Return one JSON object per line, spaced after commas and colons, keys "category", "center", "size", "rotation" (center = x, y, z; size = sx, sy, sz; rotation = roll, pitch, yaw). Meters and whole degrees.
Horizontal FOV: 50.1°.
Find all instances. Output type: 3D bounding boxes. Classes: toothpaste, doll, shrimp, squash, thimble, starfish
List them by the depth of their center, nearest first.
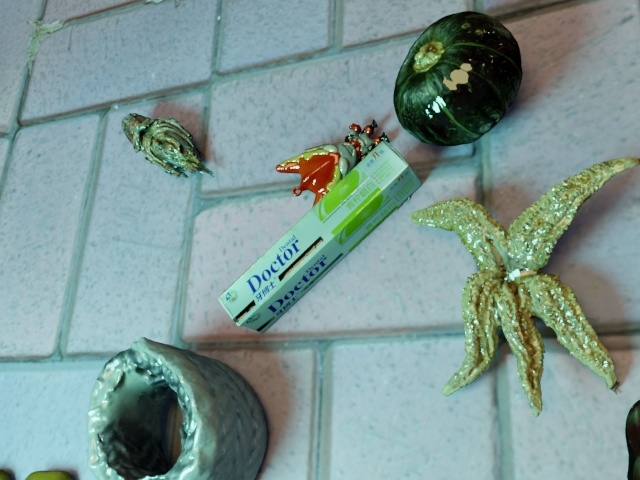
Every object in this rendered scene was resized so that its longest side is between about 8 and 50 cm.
{"category": "starfish", "center": [0.263, 0.069, 0.851], "size": [0.302, 0.084, 0.293], "rotation": [-12, 70, 26]}
{"category": "squash", "center": [0.191, -0.224, 0.962], "size": [0.193, 0.156, 0.193], "rotation": [-9, 77, 43]}
{"category": "thimble", "center": [-0.205, 0.262, 0.963], "size": [0.217, 0.157, 0.245], "rotation": [-34, 59, 10]}
{"category": "toothpaste", "center": [0.000, 0.000, 1.009], "size": [0.336, 0.081, 0.067], "rotation": [-44, 62, 5]}
{"category": "doll", "center": [0.026, -0.120, 1.060], "size": [0.169, 0.057, 0.109], "rotation": [-35, 76, -5]}
{"category": "shrimp", "center": [-0.262, -0.165, 1.208], "size": [0.233, 0.079, 0.090], "rotation": [32, 91, 27]}

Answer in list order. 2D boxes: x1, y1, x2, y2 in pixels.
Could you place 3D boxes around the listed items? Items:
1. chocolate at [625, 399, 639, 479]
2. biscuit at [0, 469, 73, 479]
{"category": "chocolate", "center": [0.389, 0.235, 0.724], "size": [0.125, 0.080, 0.148], "rotation": [-3, 68, 26]}
{"category": "biscuit", "center": [-0.503, 0.508, 1.071], "size": [0.237, 0.062, 0.290], "rotation": [-6, 67, 25]}
